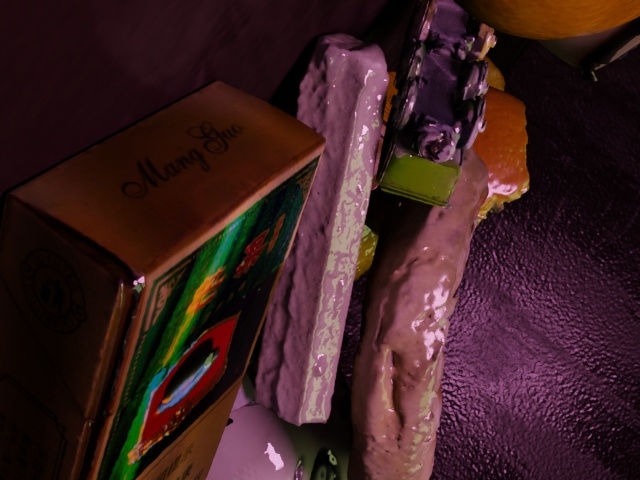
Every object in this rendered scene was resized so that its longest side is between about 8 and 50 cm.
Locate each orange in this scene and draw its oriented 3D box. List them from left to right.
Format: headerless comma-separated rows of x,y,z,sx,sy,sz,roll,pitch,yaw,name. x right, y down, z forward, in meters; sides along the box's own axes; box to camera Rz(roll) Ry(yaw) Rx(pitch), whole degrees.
0.110,-0.077,1.040,0.179,0.158,0.237,-57,-179,0,orange

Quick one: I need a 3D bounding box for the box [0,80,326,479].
-0.090,0.061,0.487,0.159,0.071,0.240,-39,155,-52,box

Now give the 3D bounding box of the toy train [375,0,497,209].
0.075,-0.104,0.679,0.202,0.060,0.081,-76,-176,-49,toy train

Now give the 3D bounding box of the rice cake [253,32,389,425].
0.000,0.000,0.656,0.057,0.052,0.256,-70,171,-68,rice cake

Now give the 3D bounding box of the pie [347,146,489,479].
0.067,0.067,0.808,0.337,0.075,0.337,11,90,-86,pie

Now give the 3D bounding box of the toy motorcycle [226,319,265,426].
-0.105,0.077,0.676,0.080,0.122,0.215,-19,-177,44,toy motorcycle

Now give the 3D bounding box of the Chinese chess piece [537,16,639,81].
0.286,-0.261,0.744,0.349,0.146,0.349,-34,178,-1,Chinese chess piece

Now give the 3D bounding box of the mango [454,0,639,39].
0.120,-0.172,0.453,0.167,0.130,0.262,-43,170,2,mango

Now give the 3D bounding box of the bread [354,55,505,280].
0.088,-0.068,1.249,0.383,0.112,0.166,-46,176,-17,bread

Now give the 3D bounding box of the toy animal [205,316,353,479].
-0.082,0.169,0.923,0.251,0.251,0.310,-47,167,-11,toy animal

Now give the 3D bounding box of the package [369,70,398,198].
0.053,-0.096,0.891,0.131,0.071,0.047,-44,172,-25,package
